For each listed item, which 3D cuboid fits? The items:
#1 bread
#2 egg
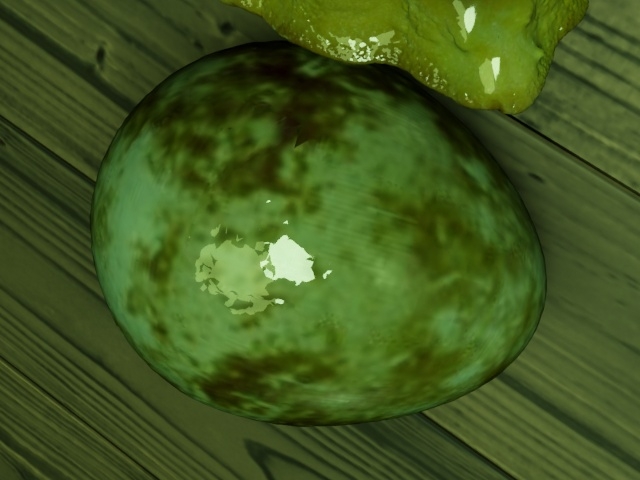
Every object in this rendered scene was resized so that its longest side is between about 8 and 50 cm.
[{"bbox_3d":[0.047,-0.177,0.642,0.233,0.161,0.088,22,152,25],"label":"bread"},{"bbox_3d":[0.000,0.000,0.704,0.289,0.238,0.238,15,122,-4],"label":"egg"}]
